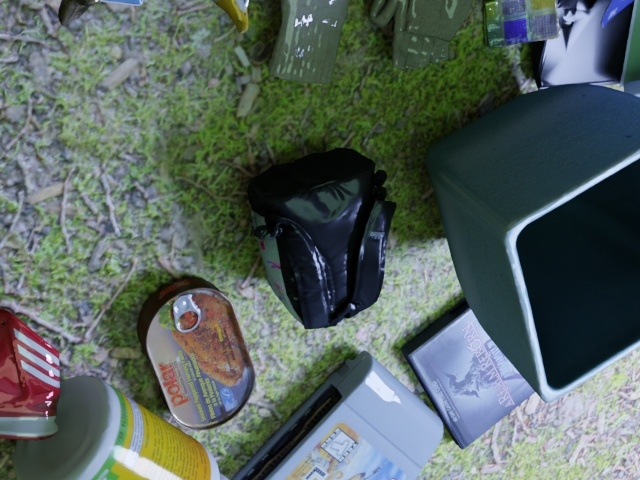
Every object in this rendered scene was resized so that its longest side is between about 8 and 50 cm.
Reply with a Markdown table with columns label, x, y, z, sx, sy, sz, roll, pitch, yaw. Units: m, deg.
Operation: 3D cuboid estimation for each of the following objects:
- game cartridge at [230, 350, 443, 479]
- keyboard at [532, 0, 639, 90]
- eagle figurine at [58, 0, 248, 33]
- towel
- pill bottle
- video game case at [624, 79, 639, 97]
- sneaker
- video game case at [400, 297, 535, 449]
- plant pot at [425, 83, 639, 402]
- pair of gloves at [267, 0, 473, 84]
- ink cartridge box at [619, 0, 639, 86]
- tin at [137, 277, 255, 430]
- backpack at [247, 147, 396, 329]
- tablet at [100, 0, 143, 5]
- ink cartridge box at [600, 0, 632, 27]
| label | x | y | z | sx | sy | sz | roll | pitch | yaw |
| --- | --- | --- | --- | --- | --- | --- | --- | --- | --- |
| game cartridge | 0.008 | 0.289 | 1.772 | 0.297 | 0.062 | 0.198 | -47 | 126 | 0 |
| keyboard | 0.383 | -0.276 | 1.695 | 0.317 | 0.033 | 0.201 | -9 | 126 | -29 |
| eagle figurine | -0.097 | -0.283 | 1.240 | 0.298 | 0.226 | 0.225 | -37 | 132 | -35 |
| towel | 0.220 | -0.241 | 1.606 | 0.083 | 0.009 | 0.060 | -8 | 123 | -2 |
| pill bottle | -0.194 | 0.254 | 1.568 | 0.136 | 0.136 | 0.246 | -49 | 130 | 1 |
| video game case | 0.474 | -0.173 | 1.711 | 0.190 | 0.173 | 0.022 | 12 | 73 | -49 |
| sneaker | -0.363 | 0.125 | 1.447 | 0.221 | 0.087 | 0.128 | 7 | 88 | -27 |
| video game case | 0.245 | 0.117 | 1.839 | 0.274 | 0.026 | 0.196 | -38 | 130 | -9 |
| plant pot | 0.251 | -0.028 | 1.609 | 0.248 | 0.252 | 0.247 | -29 | 127 | -14 |
| pair of gloves | 0.054 | -0.264 | 1.488 | 0.240 | 0.042 | 0.204 | -8 | 117 | -30 |
| ink cartridge box | 0.467 | -0.262 | 1.704 | 0.235 | 0.056 | 0.171 | 0 | 124 | -4 |
| tin | -0.135 | 0.124 | 1.597 | 0.106 | 0.040 | 0.189 | -29 | 128 | -20 |
| backpack | 0.000 | 0.000 | 1.559 | 0.152 | 0.115 | 0.182 | -16 | 125 | -10 |
| tablet | -0.182 | -0.260 | 1.365 | 0.054 | 0.006 | 0.083 | 1 | 114 | -32 |
| ink cartridge box | 0.395 | -0.296 | 1.521 | 0.224 | 0.045 | 0.223 | -40 | 176 | 6 |
